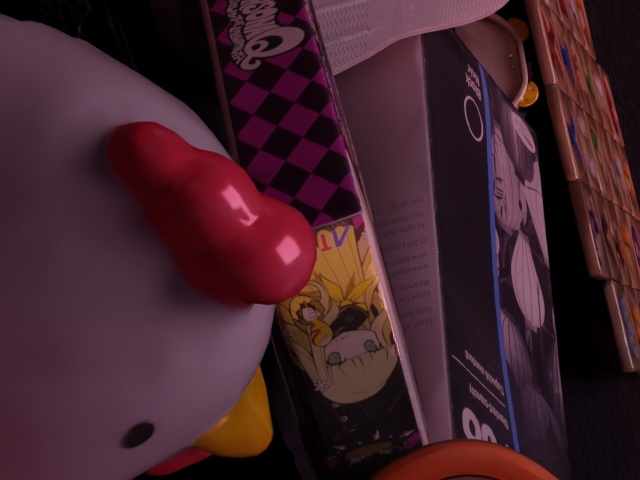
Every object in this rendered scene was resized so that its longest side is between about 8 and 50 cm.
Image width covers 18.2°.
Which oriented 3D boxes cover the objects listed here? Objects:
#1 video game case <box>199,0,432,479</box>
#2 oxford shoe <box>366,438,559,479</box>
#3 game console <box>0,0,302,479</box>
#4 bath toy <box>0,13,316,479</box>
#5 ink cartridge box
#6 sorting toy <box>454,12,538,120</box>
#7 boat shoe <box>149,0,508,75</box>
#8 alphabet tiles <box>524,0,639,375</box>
[{"bbox_3d":[0.000,0.000,0.731,0.232,0.042,0.210,-104,178,-50],"label":"video game case"},{"bbox_3d":[0.093,0.205,0.708,0.133,0.130,0.363,-109,174,-65],"label":"oxford shoe"},{"bbox_3d":[-0.058,-0.041,0.655,0.213,0.044,0.361,-100,175,-52],"label":"game console"},{"bbox_3d":[-0.102,0.101,0.295,0.151,0.129,0.348,54,53,-35],"label":"bath toy"},{"bbox_3d":[0.063,0.058,0.951,0.165,0.065,0.332,43,39,-53],"label":"ink cartridge box"},{"bbox_3d":[0.105,-0.089,1.185,0.075,0.045,0.083,71,12,-68],"label":"sorting toy"},{"bbox_3d":[-0.003,-0.120,0.885,0.226,0.076,0.083,-11,121,-47],"label":"boat shoe"},{"bbox_3d":[0.183,-0.051,1.304,0.342,0.011,0.285,15,62,-74],"label":"alphabet tiles"}]
